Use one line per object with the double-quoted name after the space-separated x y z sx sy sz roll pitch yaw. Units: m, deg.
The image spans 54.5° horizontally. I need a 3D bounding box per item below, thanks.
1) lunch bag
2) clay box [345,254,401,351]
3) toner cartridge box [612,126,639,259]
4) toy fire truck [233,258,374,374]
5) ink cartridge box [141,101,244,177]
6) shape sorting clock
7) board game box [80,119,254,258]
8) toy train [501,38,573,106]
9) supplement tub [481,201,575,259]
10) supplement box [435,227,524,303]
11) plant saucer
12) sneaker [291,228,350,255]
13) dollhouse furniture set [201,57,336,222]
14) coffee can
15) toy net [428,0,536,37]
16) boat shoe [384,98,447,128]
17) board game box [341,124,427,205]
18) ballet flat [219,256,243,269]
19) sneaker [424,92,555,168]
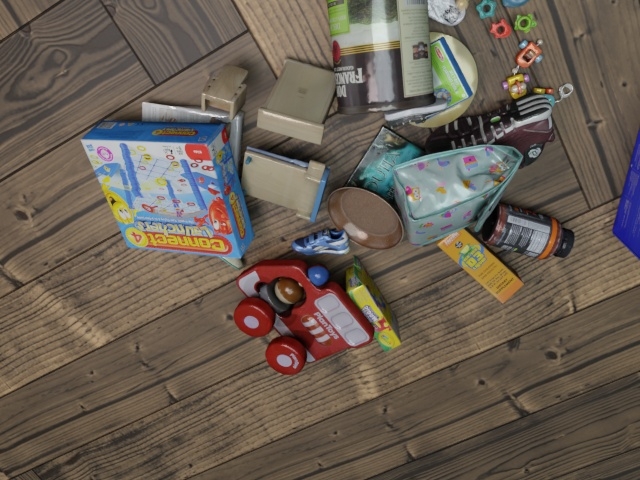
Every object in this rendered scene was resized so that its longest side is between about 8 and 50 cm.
0.299 -0.105 1.352 0.262 0.223 0.160 -18 74 2 "lunch bag"
0.122 0.152 1.540 0.053 0.127 0.222 -30 109 13 "clay box"
0.749 -0.142 1.368 0.075 0.165 0.347 3 114 0 "toner cartridge box"
-0.045 0.161 1.493 0.254 0.169 0.302 -29 107 30 "toy fire truck"
-0.296 -0.222 1.440 0.225 0.056 0.181 10 114 4 "ink cartridge box"
0.239 -0.350 1.364 0.206 0.040 0.206 6 119 12 "shape sorting clock"
-0.330 -0.112 1.380 0.308 0.086 0.302 5 131 19 "board game box"
0.472 -0.349 1.353 0.166 0.046 0.125 41 109 -14 "toy train"
0.490 -0.017 1.465 0.198 0.106 0.106 16 113 -5 "supplement tub"
0.382 0.046 1.512 0.233 0.080 0.078 40 107 -11 "supplement box"
0.109 -0.058 1.457 0.199 0.036 0.198 22 143 17 "plant saucer"
0.000 0.000 1.514 0.144 0.053 0.059 -3 127 0 "sneaker"
-0.104 -0.227 1.404 0.286 0.198 0.303 16 138 2 "dollhouse furniture set"
0.119 -0.403 1.242 0.202 0.201 0.275 -6 105 5 "coffee can"
0.330 -0.484 1.304 0.232 0.045 0.122 -6 115 6 "toy net"
0.211 -0.277 1.363 0.142 0.049 0.040 -7 122 25 "boat shoe"
0.148 -0.160 1.459 0.126 0.026 0.186 29 111 -10 "board game box"
-0.250 0.009 1.533 0.168 0.057 0.052 35 100 -13 "ballet flat"
0.389 -0.206 1.393 0.281 0.106 0.162 -16 136 25 "sneaker"
